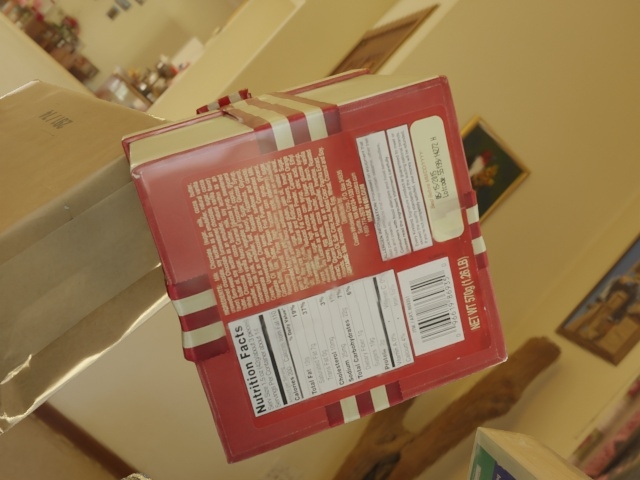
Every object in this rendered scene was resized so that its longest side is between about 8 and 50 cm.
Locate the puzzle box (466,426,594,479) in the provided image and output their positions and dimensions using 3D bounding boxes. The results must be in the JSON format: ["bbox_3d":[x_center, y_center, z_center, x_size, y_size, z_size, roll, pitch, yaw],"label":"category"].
[{"bbox_3d":[0.130,0.355,0.484,0.052,0.409,0.272,10,2,-8],"label":"puzzle box"}]

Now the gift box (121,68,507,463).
[{"bbox_3d":[0.000,0.000,0.631,0.258,0.276,0.255,-142,-140,-70],"label":"gift box"}]

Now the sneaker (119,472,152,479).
[{"bbox_3d":[-0.244,0.326,0.862,0.052,0.135,0.058,23,-8,22],"label":"sneaker"}]

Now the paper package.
[{"bbox_3d":[-0.305,-0.011,0.783,0.325,0.309,0.168,20,-41,42],"label":"paper package"}]
